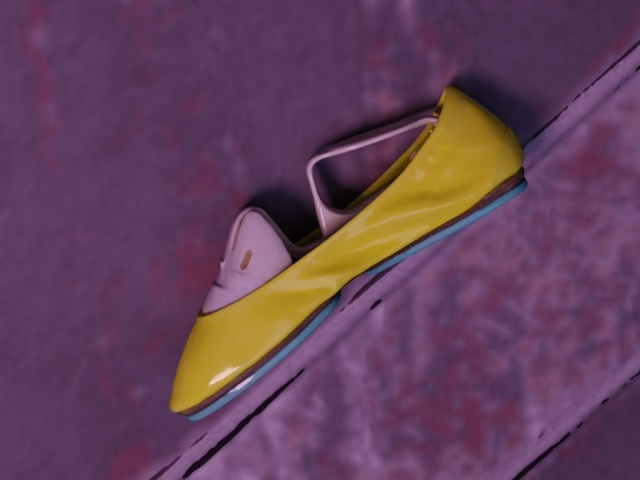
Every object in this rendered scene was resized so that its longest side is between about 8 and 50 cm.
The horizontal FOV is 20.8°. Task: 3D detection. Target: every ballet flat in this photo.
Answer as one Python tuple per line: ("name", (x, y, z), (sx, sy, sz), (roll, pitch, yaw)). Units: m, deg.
("ballet flat", (0.000, 0.000, 0.917), (0.231, 0.077, 0.077), (-35, 100, 1))
